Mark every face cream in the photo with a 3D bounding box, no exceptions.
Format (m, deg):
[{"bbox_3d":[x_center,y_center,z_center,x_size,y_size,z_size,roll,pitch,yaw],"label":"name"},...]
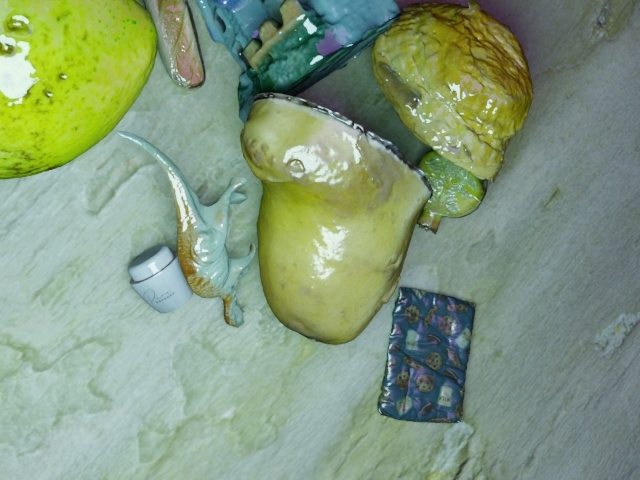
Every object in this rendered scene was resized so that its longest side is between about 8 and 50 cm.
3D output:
[{"bbox_3d":[-0.258,0.063,1.080,0.091,0.091,0.095,-36,112,-19],"label":"face cream"}]

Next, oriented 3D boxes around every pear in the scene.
[{"bbox_3d":[-0.407,-0.280,0.878,0.391,0.391,0.391,0,89,-23],"label":"pear"}]

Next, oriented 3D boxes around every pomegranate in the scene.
[{"bbox_3d":[0.244,-0.100,1.281,0.143,0.122,0.169,22,112,7],"label":"pomegranate"}]

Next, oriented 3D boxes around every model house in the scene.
[{"bbox_3d":[-0.076,-0.405,1.057,0.252,0.295,0.329,-32,95,-16],"label":"model house"}]

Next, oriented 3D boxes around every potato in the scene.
[{"bbox_3d":[0.000,0.000,1.061,0.296,0.290,0.397,-68,152,-12],"label":"potato"}]

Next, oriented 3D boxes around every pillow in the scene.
[{"bbox_3d":[0.211,0.229,1.304,0.189,0.034,0.255,12,85,-22],"label":"pillow"}]

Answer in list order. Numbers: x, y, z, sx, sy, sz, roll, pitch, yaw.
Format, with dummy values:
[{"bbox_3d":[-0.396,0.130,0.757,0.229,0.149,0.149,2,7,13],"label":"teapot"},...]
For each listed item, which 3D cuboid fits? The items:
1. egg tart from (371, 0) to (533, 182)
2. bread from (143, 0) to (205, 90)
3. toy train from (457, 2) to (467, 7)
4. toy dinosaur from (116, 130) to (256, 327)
[{"bbox_3d":[0.249,-0.301,1.180,0.339,0.153,0.351,40,53,-8],"label":"egg tart"},{"bbox_3d":[-0.245,-0.353,1.110,0.073,0.053,0.214,-20,100,-18],"label":"bread"},{"bbox_3d":[0.280,-0.411,1.334,0.081,0.050,0.122,35,77,-14],"label":"toy train"},{"bbox_3d":[-0.181,-0.030,1.063,0.205,0.092,0.393,-63,143,-27],"label":"toy dinosaur"}]
